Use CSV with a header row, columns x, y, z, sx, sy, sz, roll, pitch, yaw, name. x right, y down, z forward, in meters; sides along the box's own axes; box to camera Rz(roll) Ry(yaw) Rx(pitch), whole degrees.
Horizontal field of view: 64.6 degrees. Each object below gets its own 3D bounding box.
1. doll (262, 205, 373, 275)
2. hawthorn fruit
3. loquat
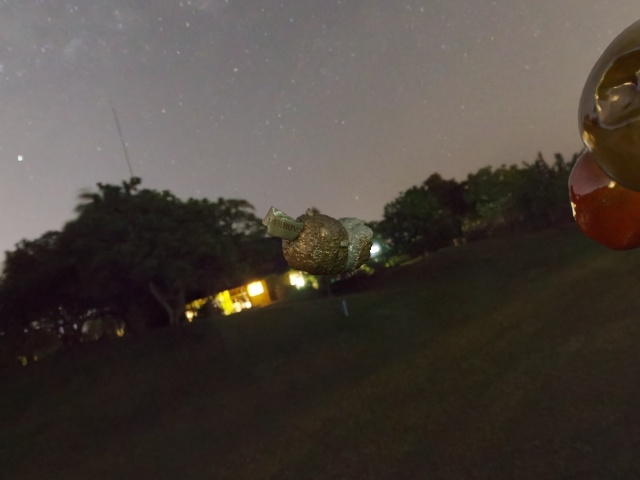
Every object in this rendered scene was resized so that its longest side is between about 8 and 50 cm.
x,y,z,sx,sy,sz,roll,pitch,yaw,name
0.000,0.005,0.848,0.221,0.105,0.115,10,-54,-48,doll
0.497,-0.074,0.817,0.189,0.189,0.189,-17,-3,-1,hawthorn fruit
0.353,-0.123,0.472,0.227,0.179,0.179,4,-13,-29,loquat
